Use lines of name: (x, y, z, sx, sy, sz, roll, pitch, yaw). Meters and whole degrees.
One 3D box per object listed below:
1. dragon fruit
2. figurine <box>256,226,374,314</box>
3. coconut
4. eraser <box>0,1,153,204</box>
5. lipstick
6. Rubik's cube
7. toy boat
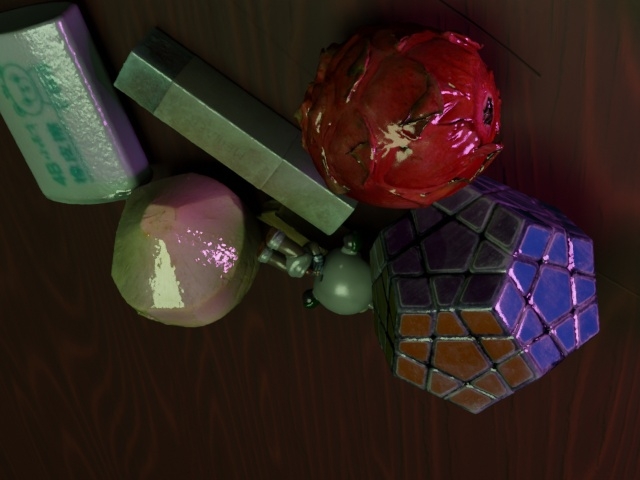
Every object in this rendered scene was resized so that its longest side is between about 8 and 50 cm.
dragon fruit: (0.093, -0.152, 1.125, 0.252, 0.241, 0.241, -11, 125, 8)
figurine: (0.007, 0.040, 1.327, 0.197, 0.093, 0.147, 32, 118, -7)
coconut: (-0.197, 0.014, 1.374, 0.197, 0.237, 0.237, 16, 133, 15)
eraser: (-0.382, -0.196, 1.372, 0.189, 0.104, 0.290, 1, 128, 29)
lipstick: (-0.109, -0.150, 1.310, 0.371, 0.080, 0.076, 35, 133, -9)
Rubik's cube: (0.209, 0.066, 1.229, 0.319, 0.319, 0.264, 52, 154, -22)
toy boat: (0.000, 0.000, 1.407, 0.206, 0.064, 0.072, 31, 151, -4)
